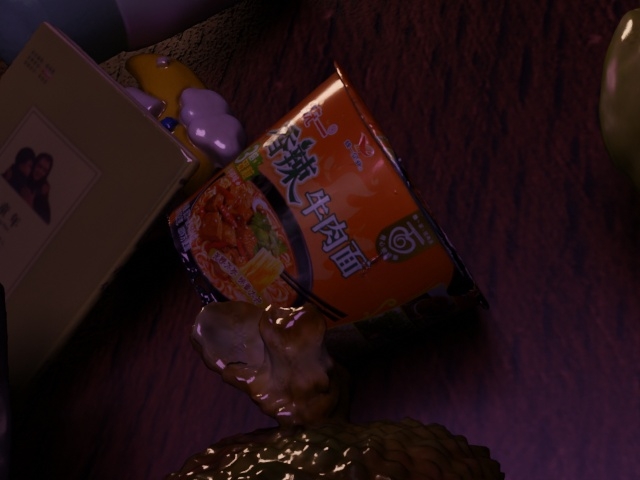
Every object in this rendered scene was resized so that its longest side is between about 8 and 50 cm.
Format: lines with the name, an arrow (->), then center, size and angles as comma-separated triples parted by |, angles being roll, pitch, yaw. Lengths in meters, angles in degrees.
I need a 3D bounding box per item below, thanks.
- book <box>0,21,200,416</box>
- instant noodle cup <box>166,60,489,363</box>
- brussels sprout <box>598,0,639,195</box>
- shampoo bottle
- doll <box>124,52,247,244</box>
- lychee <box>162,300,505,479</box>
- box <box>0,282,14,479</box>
book -> -0.287, -0.001, 0.832 | 0.239, 0.035, 0.352 | 42, 98, 26
instant noodle cup -> 0.000, 0.000, 0.722 | 0.182, 0.230, 0.230 | -31, 55, 6
brussels sprout -> 0.351, -0.106, 0.659 | 0.274, 0.316, 0.242 | -51, 25, 3
shampoo bottle -> -0.199, -0.292, 0.960 | 0.349, 0.151, 0.222 | -33, 45, -17
doll -> -0.205, -0.089, 0.894 | 0.237, 0.111, 0.252 | -43, 60, -11
lychee -> 0.005, 0.214, 0.550 | 0.269, 0.270, 0.320 | 8, 65, 21
box -> -0.356, 0.223, 0.647 | 0.359, 0.091, 0.350 | -32, 52, 25
